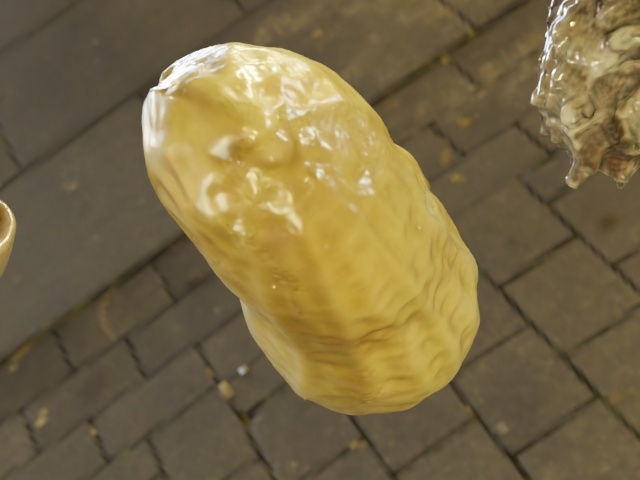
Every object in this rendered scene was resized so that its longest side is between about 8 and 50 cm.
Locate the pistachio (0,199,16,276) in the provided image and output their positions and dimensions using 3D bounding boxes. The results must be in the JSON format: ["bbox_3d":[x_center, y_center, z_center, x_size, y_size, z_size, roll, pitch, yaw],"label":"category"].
[{"bbox_3d":[-0.477,0.011,1.645,0.365,0.281,0.445,-11,27,15],"label":"pistachio"}]

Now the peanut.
[{"bbox_3d":[0.000,0.000,0.936,0.147,0.305,0.147,-7,64,15],"label":"peanut"}]

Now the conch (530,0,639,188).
[{"bbox_3d":[0.256,-0.137,1.364,0.240,0.186,0.313,-57,0,-9],"label":"conch"}]
